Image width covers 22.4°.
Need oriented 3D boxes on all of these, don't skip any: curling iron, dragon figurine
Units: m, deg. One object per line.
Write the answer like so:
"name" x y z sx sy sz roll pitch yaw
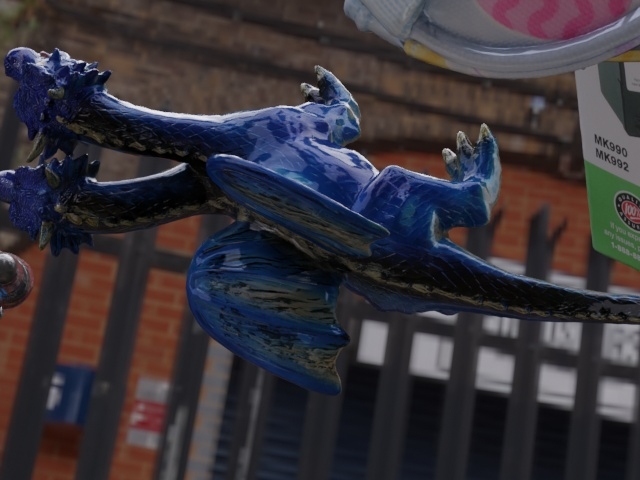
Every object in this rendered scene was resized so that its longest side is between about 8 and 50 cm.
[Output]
"curling iron" -0.179 0.024 0.844 0.068 0.035 0.274 -21 4 -5
"dragon figurine" 0.000 0.000 0.632 0.289 0.085 0.144 30 34 26

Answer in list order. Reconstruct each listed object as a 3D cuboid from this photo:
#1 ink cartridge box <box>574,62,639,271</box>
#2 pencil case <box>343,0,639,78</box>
"ink cartridge box" 0.248 -0.107 0.903 0.211 0.121 0.289 30 -40 51
"pencil case" 0.085 -0.108 0.496 0.124 0.113 0.273 -26 -2 18
